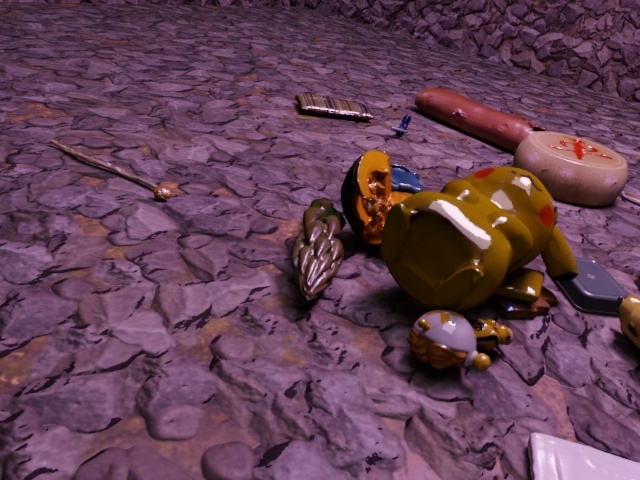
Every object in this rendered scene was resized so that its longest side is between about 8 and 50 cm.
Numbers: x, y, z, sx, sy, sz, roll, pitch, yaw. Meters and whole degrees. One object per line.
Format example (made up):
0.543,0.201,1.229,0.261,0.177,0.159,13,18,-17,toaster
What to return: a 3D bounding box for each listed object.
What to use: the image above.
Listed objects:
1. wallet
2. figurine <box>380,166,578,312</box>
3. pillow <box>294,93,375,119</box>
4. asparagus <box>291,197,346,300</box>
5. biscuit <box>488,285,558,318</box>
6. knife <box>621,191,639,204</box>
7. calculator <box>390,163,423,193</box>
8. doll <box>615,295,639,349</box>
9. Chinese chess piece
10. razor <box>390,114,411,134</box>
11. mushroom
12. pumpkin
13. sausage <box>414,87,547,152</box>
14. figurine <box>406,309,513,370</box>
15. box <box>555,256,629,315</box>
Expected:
0.288,0.246,0.517,0.183,0.031,0.124,14,26,7,wallet
0.231,-0.002,0.772,0.327,0.169,0.218,-26,62,-35,figurine
0.039,-0.359,1.501,0.204,0.038,0.113,4,29,-16,pillow
0.000,0.000,0.804,0.080,0.080,0.287,12,29,1,asparagus
0.292,0.080,0.828,0.120,0.019,0.130,22,31,19,biscuit
0.816,-0.063,1.276,0.256,0.022,0.046,25,37,32,knife
0.166,-0.132,1.163,0.094,0.019,0.141,8,27,-8,calculator
0.515,0.158,0.704,0.291,0.086,0.117,34,6,33,doll
0.581,-0.172,1.307,0.251,0.097,0.250,8,29,-5,Chinese chess piece
0.217,-0.302,1.474,0.044,0.028,0.154,17,30,10,razor
-0.360,-0.124,0.955,0.286,0.028,0.025,25,74,24,mushroom
0.098,-0.048,0.873,0.183,0.108,0.119,43,55,-17,pumpkin
0.437,-0.343,1.568,0.419,0.094,0.094,36,-2,37,sausage
0.172,0.117,0.669,0.143,0.068,0.101,7,12,-10,figurine
0.424,0.068,0.886,0.091,0.031,0.126,7,30,-8,box
